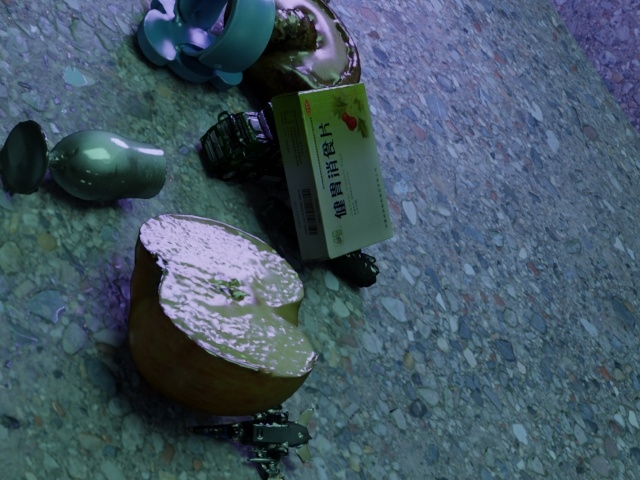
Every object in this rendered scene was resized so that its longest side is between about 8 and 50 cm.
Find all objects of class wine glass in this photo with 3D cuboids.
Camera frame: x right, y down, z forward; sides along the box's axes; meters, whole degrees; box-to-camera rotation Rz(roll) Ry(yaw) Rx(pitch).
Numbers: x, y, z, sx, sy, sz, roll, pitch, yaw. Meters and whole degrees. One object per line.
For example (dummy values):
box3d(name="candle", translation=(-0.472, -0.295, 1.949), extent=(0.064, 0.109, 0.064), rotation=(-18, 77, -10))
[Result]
box3d(name="wine glass", translation=(-0.313, -0.100, 1.592), extent=(0.222, 0.103, 0.103), rotation=(4, 55, -50))

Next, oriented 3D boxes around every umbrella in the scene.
box3d(name="umbrella", translation=(0.000, 0.000, 1.927), extent=(0.236, 0.059, 0.066), rotation=(34, 19, -28))

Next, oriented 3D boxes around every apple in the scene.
box3d(name="apple", translation=(-0.147, 0.119, 1.525), extent=(0.251, 0.163, 0.293), rotation=(20, 29, -22))

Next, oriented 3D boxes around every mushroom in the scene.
box3d(name="mushroom", translation=(-0.054, -0.338, 2.101), extent=(0.278, 0.163, 0.297), rotation=(5, 55, -60))

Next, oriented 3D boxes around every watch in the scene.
box3d(name="watch", translation=(-0.174, -0.363, 1.934), extent=(0.211, 0.193, 0.211), rotation=(34, 38, -31))

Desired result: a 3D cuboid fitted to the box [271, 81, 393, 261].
box3d(name="box", translation=(0.022, -0.111, 1.866), extent=(0.175, 0.062, 0.260), rotation=(-18, 99, -50))

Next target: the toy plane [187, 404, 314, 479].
box3d(name="toy plane", translation=(-0.085, 0.254, 1.564), extent=(0.188, 0.062, 0.135), rotation=(13, 75, -42))

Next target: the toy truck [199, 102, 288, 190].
box3d(name="toy truck", translation=(-0.067, -0.147, 1.925), extent=(0.259, 0.121, 0.088), rotation=(6, 53, -49))

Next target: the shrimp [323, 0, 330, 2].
box3d(name="shrimp", translation=(-0.050, -0.625, 2.488), extent=(0.287, 0.068, 0.185), rotation=(59, 35, -7))
